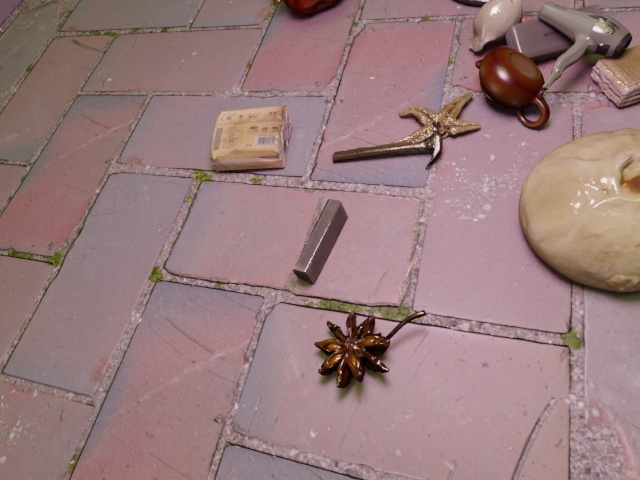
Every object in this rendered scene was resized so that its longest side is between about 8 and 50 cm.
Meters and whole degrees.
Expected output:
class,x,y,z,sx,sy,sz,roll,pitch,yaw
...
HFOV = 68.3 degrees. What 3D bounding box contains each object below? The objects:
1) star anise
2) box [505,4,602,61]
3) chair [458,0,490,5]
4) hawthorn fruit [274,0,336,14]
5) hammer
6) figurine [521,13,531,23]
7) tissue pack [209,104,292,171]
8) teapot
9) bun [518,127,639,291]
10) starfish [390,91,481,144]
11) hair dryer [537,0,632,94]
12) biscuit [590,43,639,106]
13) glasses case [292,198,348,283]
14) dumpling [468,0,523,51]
class,x,y,z,sx,sy,sz,roll,pitch,yaw
star anise,0.098,0.226,0.981,0.234,0.073,0.177,-8,49,30
box,0.634,-0.554,1.272,0.244,0.055,0.103,-14,88,-1
chair,0.506,-0.951,1.360,0.365,0.410,0.361,-21,58,3
hawthorn fruit,-0.048,-0.900,1.577,0.300,0.275,0.275,-40,57,8
hammer,0.172,-0.241,1.252,0.298,0.027,0.125,-3,81,18
figurine,0.576,-0.601,1.346,0.072,0.054,0.129,3,61,-3
tissue pack,-0.202,-0.295,1.363,0.223,0.090,0.186,-3,62,15
teapot,0.493,-0.390,1.219,0.178,0.135,0.252,-21,72,-31
bun,0.604,-0.083,0.955,0.365,0.202,0.363,-7,61,13
starfish,0.301,-0.325,1.267,0.248,0.050,0.138,-11,58,8
hair dryer,0.593,-0.501,1.178,0.267,0.092,0.229,-27,62,-4
biscuit,0.907,-0.460,1.162,0.427,0.078,0.143,-20,56,3
glasses case,0.000,0.000,1.148,0.047,0.070,0.204,16,67,27
dumpling,0.497,-0.631,1.341,0.181,0.111,0.155,-28,23,2
